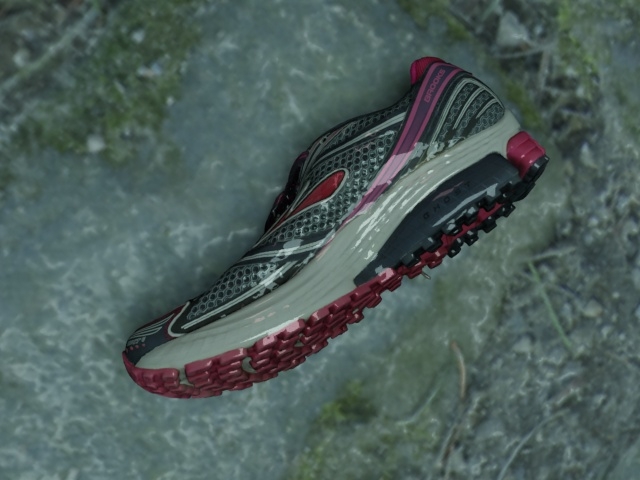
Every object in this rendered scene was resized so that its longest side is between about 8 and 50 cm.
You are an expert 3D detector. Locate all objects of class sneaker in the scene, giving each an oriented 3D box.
[{"bbox_3d":[0.000,0.000,0.625,0.299,0.121,0.112,-35,75,-8],"label":"sneaker"}]
